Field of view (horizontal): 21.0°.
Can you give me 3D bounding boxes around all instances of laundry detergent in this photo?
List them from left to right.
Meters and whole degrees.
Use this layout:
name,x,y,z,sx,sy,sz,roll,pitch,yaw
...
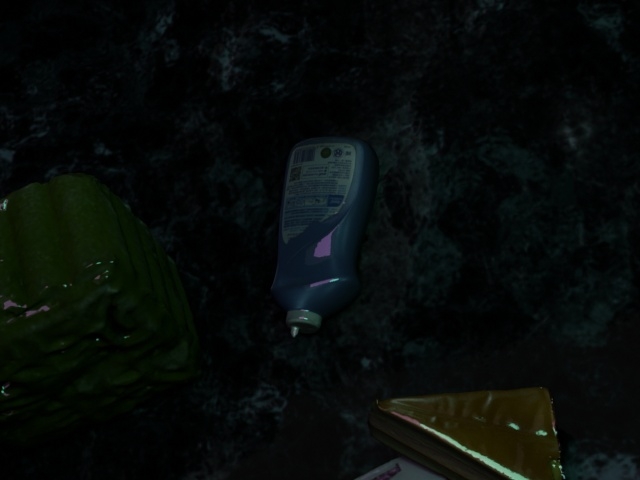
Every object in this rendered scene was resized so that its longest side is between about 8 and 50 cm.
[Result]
name,x,y,z,sx,sy,sz,roll,pitch,yaw
laundry detergent,0.000,0.000,1.709,0.096,0.061,0.206,3,67,17

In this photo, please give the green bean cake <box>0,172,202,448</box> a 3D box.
name,x,y,z,sx,sy,sz,roll,pitch,yaw
green bean cake,-0.262,0.075,1.652,0.247,0.250,0.156,-22,60,7

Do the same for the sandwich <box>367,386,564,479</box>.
name,x,y,z,sx,sy,sz,roll,pitch,yaw
sandwich,0.128,0.199,1.535,0.163,0.079,0.113,-2,63,-6

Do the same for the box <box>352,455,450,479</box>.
name,x,y,z,sx,sy,sz,roll,pitch,yaw
box,0.087,0.282,1.562,0.115,0.036,0.177,-28,60,3
